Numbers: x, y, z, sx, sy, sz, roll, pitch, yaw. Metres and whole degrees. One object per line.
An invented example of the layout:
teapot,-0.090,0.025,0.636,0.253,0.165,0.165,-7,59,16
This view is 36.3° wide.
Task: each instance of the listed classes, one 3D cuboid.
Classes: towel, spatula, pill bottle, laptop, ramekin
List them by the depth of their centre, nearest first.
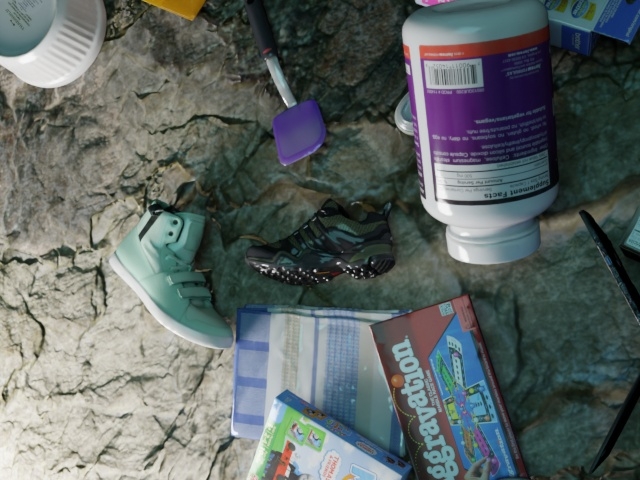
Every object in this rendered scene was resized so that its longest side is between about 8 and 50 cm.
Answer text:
laptop,0.337,0.121,1.184,0.136,0.234,0.264,-29,75,15
pill bottle,0.210,-0.142,1.254,0.181,0.181,0.323,0,112,22
towel,0.002,0.198,1.417,0.285,0.034,0.209,1,86,24
spatula,-0.065,-0.258,1.502,0.084,0.030,0.296,-24,75,16
ramekin,-0.476,-0.369,1.637,0.207,0.109,0.207,-3,82,22

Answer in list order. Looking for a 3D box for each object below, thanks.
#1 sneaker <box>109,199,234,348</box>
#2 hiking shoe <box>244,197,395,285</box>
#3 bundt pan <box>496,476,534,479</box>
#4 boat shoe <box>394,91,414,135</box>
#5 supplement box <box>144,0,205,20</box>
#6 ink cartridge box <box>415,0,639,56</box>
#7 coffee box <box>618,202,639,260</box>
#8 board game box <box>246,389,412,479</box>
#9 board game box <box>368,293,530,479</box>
sneaker,-0.203,0.044,1.480,0.256,0.094,0.151,40,105,24
hiking shoe,0.000,0.000,1.427,0.226,0.086,0.114,-3,69,16
bundt pan,0.241,0.472,1.216,0.330,0.124,0.331,0,89,15
boat shoe,0.198,-0.225,1.365,0.227,0.081,0.079,-28,74,16
supplement box,-0.247,-0.490,1.530,0.194,0.129,0.191,45,108,25
ink cartridge box,0.303,-0.361,1.320,0.311,0.065,0.186,22,68,25
coffee box,0.472,-0.076,1.208,0.098,0.141,0.247,27,95,22
board game box,0.007,0.331,1.369,0.211,0.039,0.160,27,113,21
board game box,0.176,0.227,1.319,0.145,0.027,0.281,-19,84,13
